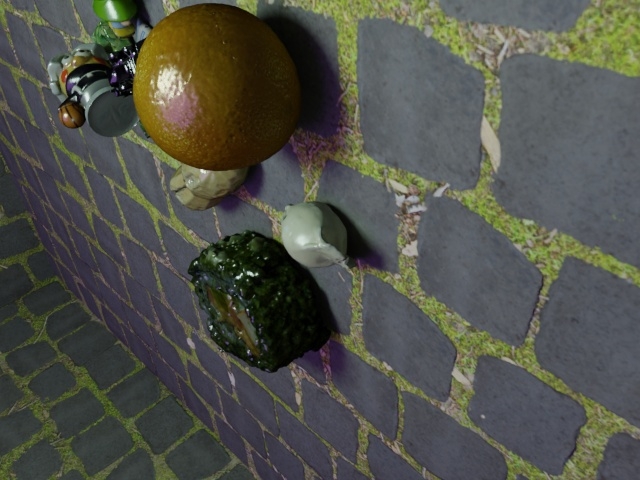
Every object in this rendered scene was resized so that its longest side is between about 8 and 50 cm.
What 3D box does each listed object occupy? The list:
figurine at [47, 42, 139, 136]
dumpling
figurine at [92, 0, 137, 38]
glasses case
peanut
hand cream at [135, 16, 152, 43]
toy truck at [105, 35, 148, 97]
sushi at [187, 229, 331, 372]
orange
[{"bbox_3d":[-0.515,-0.335,1.292,0.236,0.176,0.133,49,157,32],"label":"figurine"},{"bbox_3d":[0.002,-0.003,1.107,0.111,0.181,0.155,-30,128,24],"label":"dumpling"},{"bbox_3d":[-0.447,-0.542,1.192,0.162,0.143,0.263,59,164,27],"label":"figurine"},{"bbox_3d":[-0.446,-0.388,1.389,0.095,0.062,0.272,-12,108,54],"label":"glasses case"},{"bbox_3d":[-0.253,-0.141,1.292,0.130,0.130,0.290,59,150,-4],"label":"peanut"},{"bbox_3d":[-0.352,-0.420,1.255,0.170,0.043,0.065,40,130,29],"label":"hand cream"},{"bbox_3d":[-0.307,-0.357,1.135,0.259,0.121,0.088,-10,102,34],"label":"toy truck"},{"bbox_3d":[-0.161,0.133,1.361,0.352,0.178,0.294,14,126,51],"label":"sushi"},{"bbox_3d":[-0.165,-0.245,0.952,0.274,0.274,0.274,33,141,32],"label":"orange"}]
